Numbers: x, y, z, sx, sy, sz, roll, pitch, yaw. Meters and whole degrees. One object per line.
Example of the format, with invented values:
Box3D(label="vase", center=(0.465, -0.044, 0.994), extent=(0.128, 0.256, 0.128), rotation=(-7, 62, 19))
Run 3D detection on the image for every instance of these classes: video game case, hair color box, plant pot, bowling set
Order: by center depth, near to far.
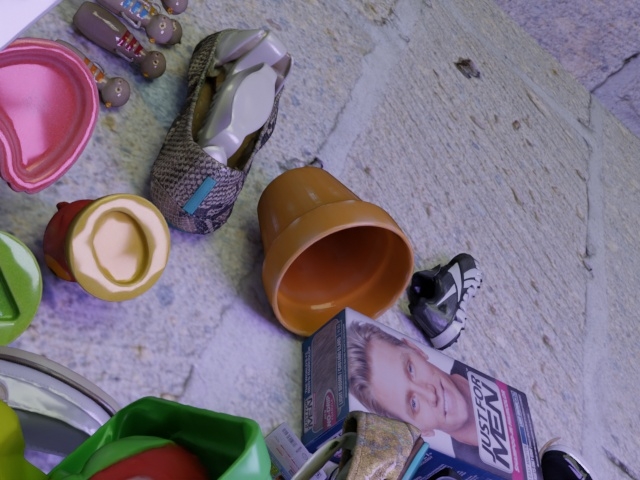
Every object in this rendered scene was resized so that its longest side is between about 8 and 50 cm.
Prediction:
Box3D(label="video game case", center=(-0.051, 0.280, 1.063), extent=(0.087, 0.011, 0.122), rotation=(52, 35, 5))
Box3D(label="hair color box", center=(0.142, 0.245, 1.221), extent=(0.347, 0.105, 0.174), rotation=(27, 40, -26))
Box3D(label="plant pot", center=(0.000, 0.000, 1.250), extent=(0.205, 0.205, 0.188), rotation=(16, 29, -37))
Box3D(label="bowling set", center=(-0.256, -0.332, 1.291), extent=(0.154, 0.200, 0.287), rotation=(35, 41, -20))

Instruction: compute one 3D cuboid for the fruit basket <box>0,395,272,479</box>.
Box3D(label="fruit basket", center=(-0.237, 0.227, 0.637), extent=(0.392, 0.283, 0.392), rotation=(2, 85, -33))

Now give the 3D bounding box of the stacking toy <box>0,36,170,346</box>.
Box3D(label="stacking toy", center=(-0.340, -0.045, 0.943), extent=(0.279, 0.130, 0.309), rotation=(-33, 117, -29))

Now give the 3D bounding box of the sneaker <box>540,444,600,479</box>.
Box3D(label="sneaker", center=(0.362, 0.411, 1.268), extent=(0.121, 0.079, 0.217), rotation=(-31, 101, -56))

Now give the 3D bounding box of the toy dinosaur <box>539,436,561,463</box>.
Box3D(label="toy dinosaur", center=(0.324, 0.363, 1.361), extent=(0.092, 0.053, 0.183), rotation=(47, 40, -27))

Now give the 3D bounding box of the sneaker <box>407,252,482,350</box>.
Box3D(label="sneaker", center=(0.203, 0.073, 1.474), extent=(0.106, 0.078, 0.234), rotation=(43, 37, -10))

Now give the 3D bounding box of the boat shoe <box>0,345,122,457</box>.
Box3D(label="boat shoe", center=(-0.335, 0.150, 0.814), extent=(0.302, 0.113, 0.103), rotation=(23, 42, -14))

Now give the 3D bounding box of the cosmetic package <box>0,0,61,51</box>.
Box3D(label="cosmetic package", center=(-0.417, -0.174, 0.724), extent=(0.365, 0.155, 0.197), rotation=(-50, 129, -21))

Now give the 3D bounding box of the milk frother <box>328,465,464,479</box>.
Box3D(label="milk frother", center=(0.097, 0.320, 1.073), extent=(0.143, 0.135, 0.129), rotation=(32, 37, -20))

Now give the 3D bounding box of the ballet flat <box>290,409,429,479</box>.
Box3D(label="ballet flat", center=(0.005, 0.287, 0.873), extent=(0.123, 0.123, 0.348), rotation=(45, 36, -3))

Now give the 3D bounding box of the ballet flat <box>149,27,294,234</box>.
Box3D(label="ballet flat", center=(-0.121, -0.207, 1.314), extent=(0.164, 0.182, 0.483), rotation=(33, 37, -19))
